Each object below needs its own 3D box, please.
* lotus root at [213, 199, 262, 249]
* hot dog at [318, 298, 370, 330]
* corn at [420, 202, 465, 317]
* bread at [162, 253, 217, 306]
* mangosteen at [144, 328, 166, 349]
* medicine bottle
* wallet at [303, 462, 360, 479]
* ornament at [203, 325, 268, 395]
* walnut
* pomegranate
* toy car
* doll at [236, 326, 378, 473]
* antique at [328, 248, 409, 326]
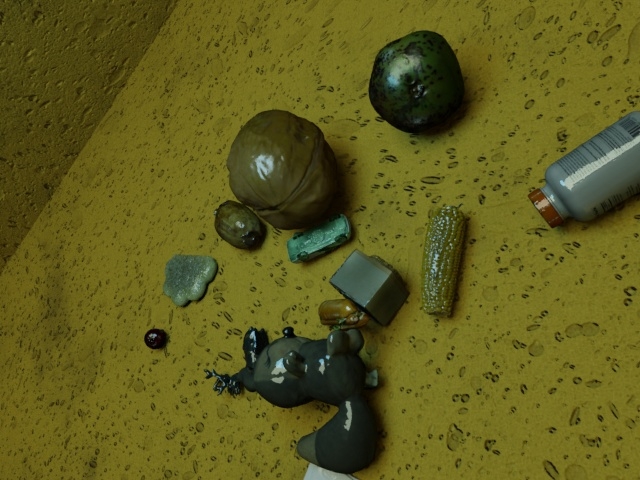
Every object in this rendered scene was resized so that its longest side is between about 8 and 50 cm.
[{"bbox_3d":[-0.307,-0.062,1.861,0.260,0.129,0.145,36,104,42],"label":"lotus root"},{"bbox_3d":[0.056,0.211,1.428,0.068,0.100,0.249,-52,8,-18],"label":"hot dog"},{"bbox_3d":[0.316,0.045,1.361,0.102,0.101,0.310,4,75,38],"label":"corn"},{"bbox_3d":[-0.513,0.151,1.976,0.287,0.056,0.207,-4,67,37],"label":"bread"},{"bbox_3d":[-0.621,0.370,1.953,0.081,0.081,0.080,-15,63,32],"label":"mangosteen"},{"bbox_3d":[0.622,-0.146,1.168,0.289,0.157,0.156,-36,53,20],"label":"medicine bottle"},{"bbox_3d":[0.028,0.658,1.362,0.183,0.032,0.124,14,78,41],"label":"wallet"},{"bbox_3d":[-0.275,0.397,1.670,0.236,0.080,0.202,-26,61,27],"label":"ornament"},{"bbox_3d":[-0.109,-0.225,1.621,0.308,0.354,0.397,-27,42,23],"label":"walnut"},{"bbox_3d":[0.276,-0.475,1.536,0.285,0.285,0.340,-34,21,22],"label":"pomegranate"},{"bbox_3d":[0.000,0.000,1.634,0.224,0.076,0.090,-25,56,18],"label":"toy car"},{"bbox_3d":[-0.046,0.420,1.385,0.383,0.252,0.378,-21,59,36],"label":"doll"},{"bbox_3d":[0.138,0.123,1.422,0.148,0.146,0.152,-50,49,-6],"label":"antique"}]
